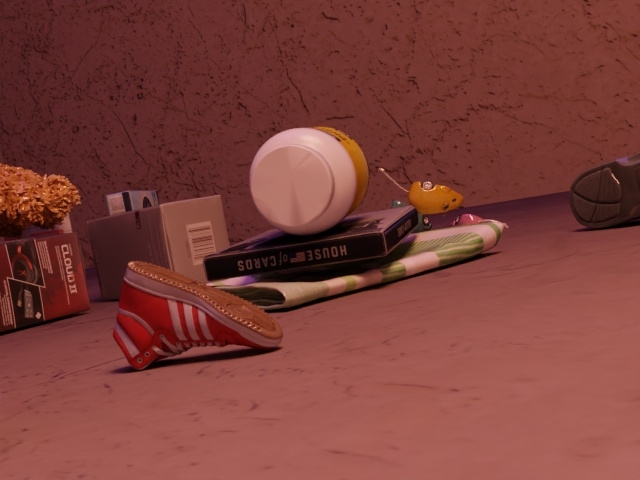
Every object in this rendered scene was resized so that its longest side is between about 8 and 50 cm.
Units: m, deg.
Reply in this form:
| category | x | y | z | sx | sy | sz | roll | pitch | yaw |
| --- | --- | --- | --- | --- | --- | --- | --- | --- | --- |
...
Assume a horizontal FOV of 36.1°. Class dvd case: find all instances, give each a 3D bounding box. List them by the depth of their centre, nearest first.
| category | x | y | z | sx | sy | sz | roll | pitch | yaw |
| --- | --- | --- | --- | --- | --- | --- | --- | --- | --- |
| dvd case | 0.000 | 0.000 | 1.030 | 0.179 | 0.029 | 0.239 | -9 | 5 | 14 |

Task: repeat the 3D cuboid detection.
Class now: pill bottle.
| category | x | y | z | sx | sy | sz | roll | pitch | yaw |
| --- | --- | --- | --- | --- | --- | --- | --- | --- | --- |
| pill bottle | -0.012 | -0.059 | 0.962 | 0.103 | 0.103 | 0.184 | -10 | 5 | 10 |

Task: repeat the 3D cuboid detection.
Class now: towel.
| category | x | y | z | sx | sy | sz | roll | pitch | yaw |
| --- | --- | --- | --- | --- | --- | --- | --- | --- | --- |
| towel | 0.010 | 0.029 | 1.048 | 0.325 | 0.038 | 0.248 | -12 | 4 | -40 |

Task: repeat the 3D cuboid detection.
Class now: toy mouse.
| category | x | y | z | sx | sy | sz | roll | pitch | yaw |
| --- | --- | --- | --- | --- | --- | --- | --- | --- | --- |
| toy mouse | 0.139 | -0.016 | 1.174 | 0.161 | 0.031 | 0.143 | 16 | -28 | 8 |

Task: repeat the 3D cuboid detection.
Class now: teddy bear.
| category | x | y | z | sx | sy | sz | roll | pitch | yaw |
| --- | --- | --- | --- | --- | --- | --- | --- | --- | --- |
| teddy bear | -0.454 | -0.070 | 1.318 | 0.245 | 0.113 | 0.338 | 18 | 9 | 24 |

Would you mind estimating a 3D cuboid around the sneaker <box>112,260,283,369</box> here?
| category | x | y | z | sx | sy | sz | roll | pitch | yaw |
| --- | --- | --- | --- | --- | --- | --- | --- | --- | --- |
| sneaker | -0.086 | 0.065 | 0.658 | 0.118 | 0.067 | 0.042 | 22 | 10 | 17 |

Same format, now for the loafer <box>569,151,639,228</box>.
| category | x | y | z | sx | sy | sz | roll | pitch | yaw |
| --- | --- | --- | --- | --- | --- | --- | --- | --- | --- |
| loafer | 0.398 | -0.068 | 1.076 | 0.084 | 0.096 | 0.267 | -5 | -3 | -35 |

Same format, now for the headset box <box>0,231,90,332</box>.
| category | x | y | z | sx | sy | sz | roll | pitch | yaw |
| --- | --- | --- | --- | --- | --- | --- | --- | --- | --- |
| headset box | -0.453 | 0.066 | 1.234 | 0.218 | 0.110 | 0.293 | -8 | 3 | 35 |

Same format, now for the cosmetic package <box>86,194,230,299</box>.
| category | x | y | z | sx | sy | sz | roll | pitch | yaw |
| --- | --- | --- | --- | --- | --- | --- | --- | --- | --- |
| cosmetic package | -0.227 | 0.013 | 1.373 | 0.107 | 0.127 | 0.238 | -13 | 2 | -40 |

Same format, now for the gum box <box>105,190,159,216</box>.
| category | x | y | z | sx | sy | sz | roll | pitch | yaw |
| --- | --- | --- | --- | --- | --- | --- | --- | --- | --- |
| gum box | -0.288 | -0.001 | 1.583 | 0.041 | 0.157 | 0.184 | -10 | 3 | 5 |

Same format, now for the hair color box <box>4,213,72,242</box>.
| category | x | y | z | sx | sy | sz | roll | pitch | yaw |
| --- | --- | --- | --- | --- | --- | --- | --- | --- | --- |
| hair color box | -0.429 | 0.022 | 1.517 | 0.053 | 0.167 | 0.093 | -8 | 3 | 45 |
